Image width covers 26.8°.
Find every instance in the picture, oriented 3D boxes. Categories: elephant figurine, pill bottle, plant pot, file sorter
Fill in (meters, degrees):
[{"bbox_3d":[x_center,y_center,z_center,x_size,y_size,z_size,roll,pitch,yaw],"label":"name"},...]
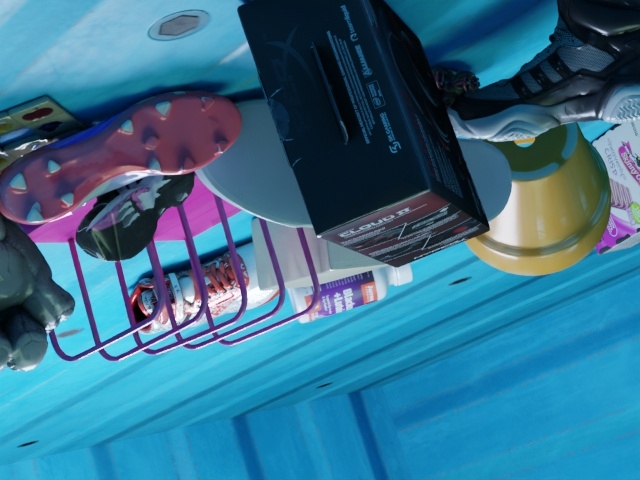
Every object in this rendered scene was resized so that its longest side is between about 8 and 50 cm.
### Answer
[{"bbox_3d":[-0.385,0.041,1.437,0.169,0.186,0.239,35,174,-38],"label":"elephant figurine"},{"bbox_3d":[0.043,0.055,2.145,0.194,0.108,0.108,-17,167,-6],"label":"pill bottle"},{"bbox_3d":[0.263,-0.086,1.698,0.205,0.205,0.188,-18,152,2],"label":"plant pot"},{"bbox_3d":[-0.168,0.030,1.577,0.202,0.182,0.291,-26,165,35],"label":"file sorter"}]

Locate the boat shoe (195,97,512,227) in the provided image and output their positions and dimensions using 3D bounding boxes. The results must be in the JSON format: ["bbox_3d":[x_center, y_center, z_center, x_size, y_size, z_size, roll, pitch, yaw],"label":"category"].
[{"bbox_3d":[0.017,-0.086,1.469,0.367,0.135,0.156,2,-175,-25],"label":"boat shoe"}]

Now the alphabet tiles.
[{"bbox_3d":[-0.338,-0.072,1.309,0.237,0.009,0.198,-19,168,6],"label":"alphabet tiles"}]

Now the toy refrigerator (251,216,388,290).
[{"bbox_3d":[0.000,0.000,1.735,0.094,0.102,0.269,-5,174,-21],"label":"toy refrigerator"}]

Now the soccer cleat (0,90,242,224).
[{"bbox_3d":[-0.197,-0.085,1.299,0.248,0.083,0.095,-25,-161,-17],"label":"soccer cleat"}]

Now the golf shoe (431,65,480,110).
[{"bbox_3d":[0.121,-0.158,1.477,0.086,0.067,0.186,4,178,28],"label":"golf shoe"}]

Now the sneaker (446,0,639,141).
[{"bbox_3d":[0.238,-0.187,1.334,0.269,0.153,0.101,-6,-169,36],"label":"sneaker"}]

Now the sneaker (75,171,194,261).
[{"bbox_3d":[-0.199,-0.039,1.364,0.077,0.072,0.178,12,-149,23],"label":"sneaker"}]

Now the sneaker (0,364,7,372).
[{"bbox_3d":[-0.471,0.141,1.870,0.229,0.092,0.087,-41,160,11],"label":"sneaker"}]

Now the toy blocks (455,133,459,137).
[{"bbox_3d":[0.109,-0.118,1.620,0.148,0.054,0.123,-26,166,32],"label":"toy blocks"}]

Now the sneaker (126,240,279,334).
[{"bbox_3d":[-0.169,0.072,1.964,0.270,0.090,0.145,-26,168,41],"label":"sneaker"}]

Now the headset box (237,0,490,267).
[{"bbox_3d":[0.042,-0.105,1.210,0.110,0.218,0.293,-23,166,14],"label":"headset box"}]

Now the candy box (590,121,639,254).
[{"bbox_3d":[0.469,-0.091,1.993,0.071,0.159,0.233,-13,166,-26],"label":"candy box"}]
